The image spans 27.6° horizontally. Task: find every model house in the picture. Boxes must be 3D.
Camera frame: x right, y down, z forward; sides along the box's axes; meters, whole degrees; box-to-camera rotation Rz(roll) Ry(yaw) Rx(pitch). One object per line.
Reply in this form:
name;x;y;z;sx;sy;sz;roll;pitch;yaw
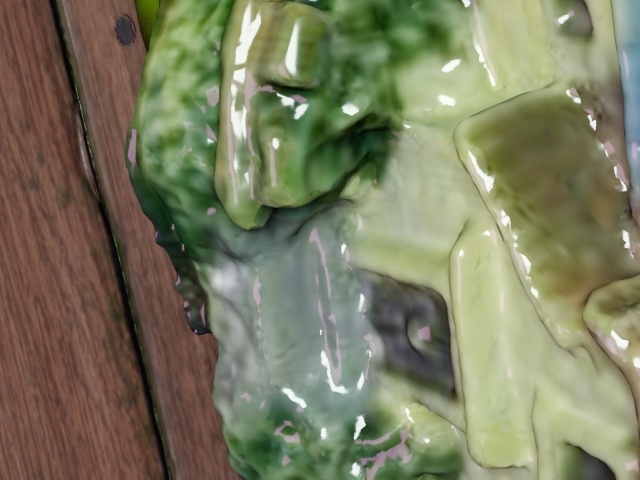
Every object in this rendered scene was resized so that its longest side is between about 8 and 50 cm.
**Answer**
model house;0.108;-0.008;0.455;0.266;0.261;0.321;21;125;57

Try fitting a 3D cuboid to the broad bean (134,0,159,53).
broad bean;-0.069;-0.049;0.803;0.060;0.043;0.297;-6;99;69
